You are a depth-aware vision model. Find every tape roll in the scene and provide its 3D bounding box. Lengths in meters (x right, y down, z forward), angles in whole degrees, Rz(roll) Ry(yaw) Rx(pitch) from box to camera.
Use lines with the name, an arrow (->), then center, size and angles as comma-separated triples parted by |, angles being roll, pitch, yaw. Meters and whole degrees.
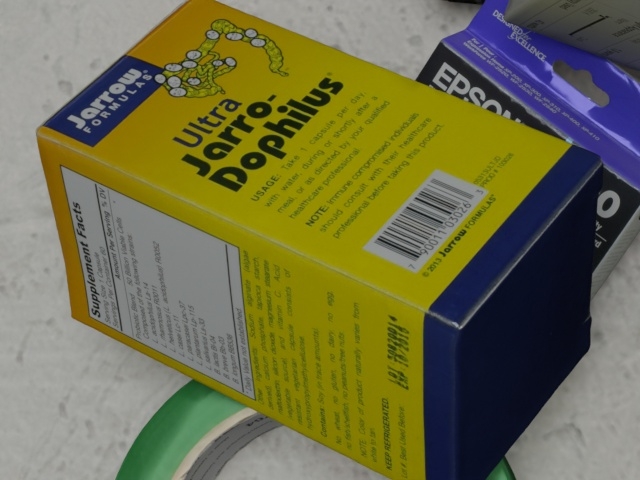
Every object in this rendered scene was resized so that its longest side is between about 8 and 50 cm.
tape roll -> -0.003, 0.237, 1.472 | 0.321, 0.077, 0.321 | -3, 76, 12

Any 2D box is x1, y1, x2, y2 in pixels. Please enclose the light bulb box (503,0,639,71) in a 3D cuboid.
light bulb box -> 0.354, -0.208, 1.301 | 0.361, 0.358, 0.225 | 19, 87, -6

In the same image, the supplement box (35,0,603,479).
supplement box -> 0.000, 0.000, 1.406 | 0.356, 0.194, 0.195 | 25, 51, 25

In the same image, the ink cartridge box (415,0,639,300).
ink cartridge box -> 0.152, -0.058, 1.487 | 0.206, 0.045, 0.208 | 39, 110, 18

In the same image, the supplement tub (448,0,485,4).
supplement tub -> 0.184, -0.230, 1.528 | 0.198, 0.106, 0.106 | 8, 79, 13
